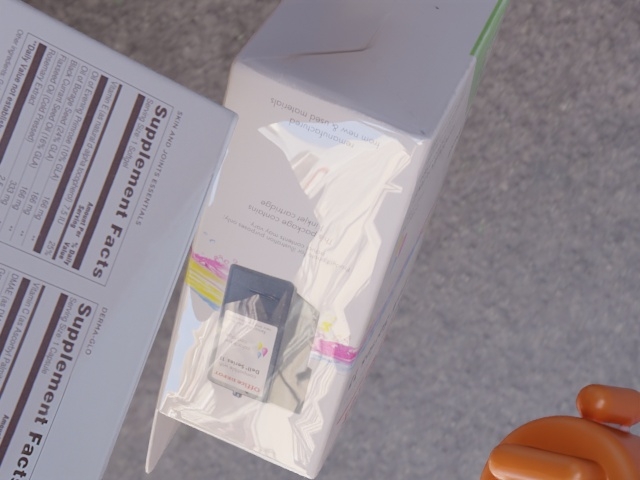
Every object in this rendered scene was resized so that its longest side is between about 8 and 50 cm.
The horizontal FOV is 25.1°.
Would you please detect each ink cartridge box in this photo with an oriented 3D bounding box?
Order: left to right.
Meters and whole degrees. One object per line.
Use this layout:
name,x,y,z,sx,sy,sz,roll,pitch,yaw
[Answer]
ink cartridge box,0.000,0.000,0.917,0.119,0.207,0.353,23,131,7

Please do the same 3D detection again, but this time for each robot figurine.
robot figurine,0.192,0.195,1.009,0.128,0.219,0.158,-35,59,23

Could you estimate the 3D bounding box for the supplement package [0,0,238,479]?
supplement package,-0.218,-0.018,0.616,0.262,0.198,0.199,26,168,-30
